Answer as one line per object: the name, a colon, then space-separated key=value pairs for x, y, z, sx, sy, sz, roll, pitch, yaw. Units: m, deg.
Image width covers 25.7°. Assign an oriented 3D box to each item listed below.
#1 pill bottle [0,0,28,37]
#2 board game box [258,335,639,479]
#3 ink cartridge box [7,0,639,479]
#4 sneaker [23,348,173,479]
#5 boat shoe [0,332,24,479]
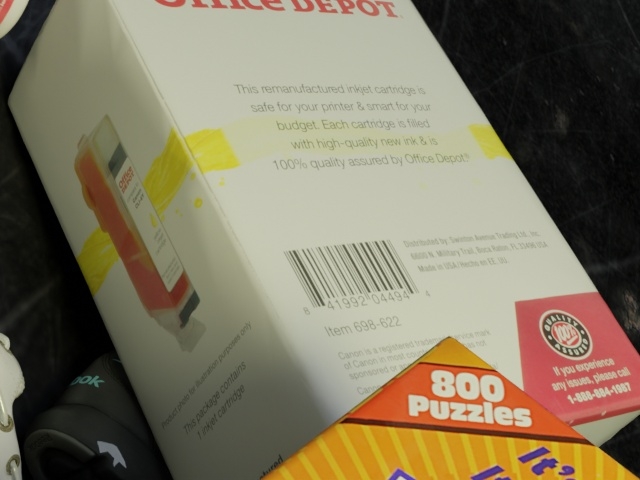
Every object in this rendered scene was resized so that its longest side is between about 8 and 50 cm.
pill bottle: x=-0.277 y=-0.192 z=0.871 sx=0.180 sy=0.108 sz=0.108 roll=10 pitch=63 yaw=-43
board game box: x=0.042 y=0.339 z=0.578 sx=0.356 sy=0.357 sz=0.356 roll=37 pitch=51 yaw=25
ink cartridge box: x=0.000 y=0.000 z=0.927 sx=0.279 sy=0.160 sz=0.385 roll=-5 pitch=57 yaw=-41
sneaker: x=-0.066 y=0.177 z=0.906 sx=0.267 sy=0.101 sz=0.106 roll=49 pitch=40 yaw=-17
boat shoe: x=-0.219 y=0.085 z=0.802 sx=0.096 sy=0.098 sz=0.277 roll=-9 pitch=86 yaw=-48
